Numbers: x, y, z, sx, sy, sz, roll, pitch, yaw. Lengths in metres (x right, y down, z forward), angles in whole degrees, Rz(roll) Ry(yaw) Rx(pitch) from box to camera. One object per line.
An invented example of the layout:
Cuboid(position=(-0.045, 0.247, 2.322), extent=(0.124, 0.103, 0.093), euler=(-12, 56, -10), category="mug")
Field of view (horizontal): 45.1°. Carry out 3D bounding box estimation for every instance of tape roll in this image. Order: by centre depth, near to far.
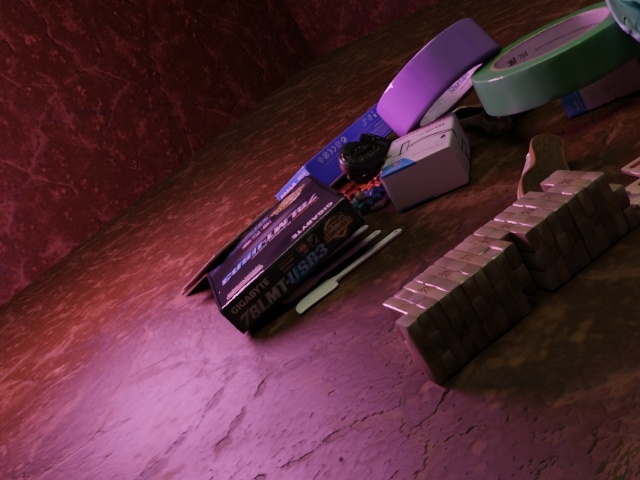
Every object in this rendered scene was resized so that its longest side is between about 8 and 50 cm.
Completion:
Cuboid(position=(0.440, -0.342, 1.429), extent=(0.321, 0.077, 0.321), euler=(-28, 16, 9), category="tape roll")
Cuboid(position=(0.248, -0.333, 1.617), extent=(0.275, 0.090, 0.275), euler=(-41, -10, -9), category="tape roll")

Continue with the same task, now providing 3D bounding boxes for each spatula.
Cuboid(position=(0.021, 0.041, 1.380), extent=(0.242, 0.019, 0.168), euler=(-37, 18, -18), category="spatula")

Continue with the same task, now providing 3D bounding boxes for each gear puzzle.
Cuboid(position=(0.105, -0.142, 1.682), extent=(0.176, 0.044, 0.339), euler=(-21, 21, 30), category="gear puzzle")

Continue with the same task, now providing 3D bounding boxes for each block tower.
Cuboid(position=(0.231, 0.032, 0.955), extent=(0.335, 0.091, 0.097), euler=(-36, 18, -15), category="block tower")

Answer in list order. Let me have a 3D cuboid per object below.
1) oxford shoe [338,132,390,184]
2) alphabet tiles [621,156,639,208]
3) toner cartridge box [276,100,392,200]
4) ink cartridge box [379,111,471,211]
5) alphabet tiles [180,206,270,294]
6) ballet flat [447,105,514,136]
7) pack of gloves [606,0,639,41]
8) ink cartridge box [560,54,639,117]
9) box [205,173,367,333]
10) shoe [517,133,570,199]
Cuboid(position=(0.086, -0.150, 1.537), extent=(0.083, 0.096, 0.227), euler=(20, 19, 14), category="oxford shoe")
Cuboid(position=(0.559, -0.128, 0.980), extent=(0.343, 0.011, 0.285), euler=(-32, 18, -3), category="alphabet tiles")
Cuboid(position=(0.058, -0.204, 1.798), extent=(0.348, 0.075, 0.165), euler=(-43, 1, -33), category="toner cartridge box")
Cuboid(position=(0.206, -0.154, 1.489), extent=(0.148, 0.085, 0.203), euler=(-24, 20, 22), category="ink cartridge box")
Cuboid(position=(-0.217, 0.035, 1.656), extent=(0.237, 0.009, 0.198), euler=(-42, 3, 46), category="alphabet tiles")
Cuboid(position=(0.328, -0.264, 1.624), extent=(0.084, 0.058, 0.250), euler=(-32, 18, -4), category="ballet flat")
Cuboid(position=(0.568, -0.417, 1.301), extent=(0.195, 0.232, 0.046), euler=(-1, -32, -18), category="pack of gloves")
Cuboid(position=(0.527, -0.297, 1.392), extent=(0.180, 0.060, 0.104), euler=(-21, 19, 29), category="ink cartridge box")
Cuboid(position=(-0.077, 0.014, 1.441), extent=(0.295, 0.073, 0.293), euler=(-43, 16, -1), category="box")
Cuboid(position=(0.340, -0.087, 1.164), extent=(0.077, 0.058, 0.219), euler=(9, 37, 15), category="shoe")
